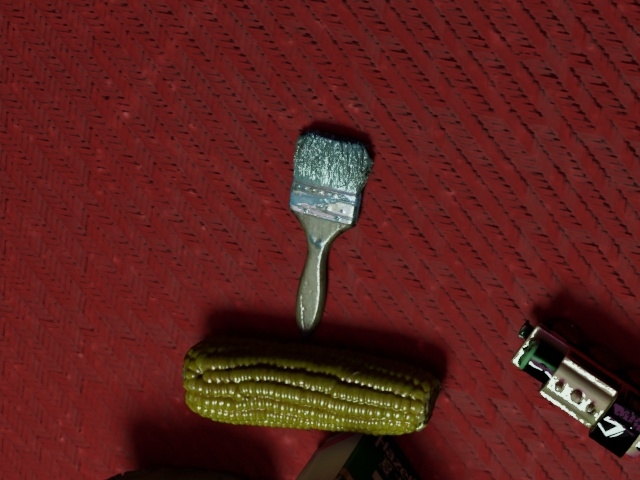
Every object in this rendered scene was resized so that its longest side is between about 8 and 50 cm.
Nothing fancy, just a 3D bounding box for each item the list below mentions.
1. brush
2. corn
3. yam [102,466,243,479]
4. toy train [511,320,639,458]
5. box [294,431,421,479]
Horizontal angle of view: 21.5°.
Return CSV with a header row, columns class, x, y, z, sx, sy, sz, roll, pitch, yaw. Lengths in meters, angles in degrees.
class,x,y,z,sx,sy,sz,roll,pitch,yaw
brush,0.000,0.000,1.454,0.070,0.021,0.196,15,115,13
corn,-0.011,0.131,1.470,0.231,0.080,0.080,7,111,17
yam,-0.116,0.361,1.544,0.168,0.168,0.304,-1,109,20
toy train,0.218,0.118,1.380,0.138,0.087,0.050,34,113,4
box,0.056,0.273,1.466,0.081,0.135,0.199,-29,98,26
